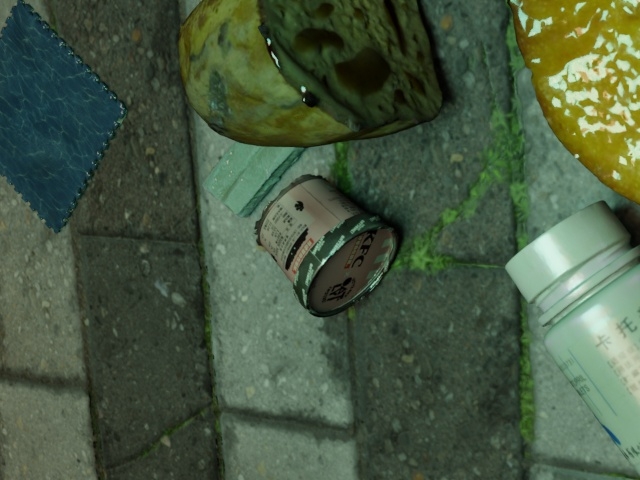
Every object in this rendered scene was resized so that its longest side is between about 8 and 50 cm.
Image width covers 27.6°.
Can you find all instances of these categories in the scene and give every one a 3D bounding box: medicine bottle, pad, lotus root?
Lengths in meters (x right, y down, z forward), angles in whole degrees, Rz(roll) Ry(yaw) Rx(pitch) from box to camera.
[{"bbox_3d":[0.344,0.108,1.436,0.170,0.170,0.293,-43,75,34],"label":"medicine bottle"},{"bbox_3d":[-0.430,-0.187,1.993,0.270,0.012,0.269,44,122,18],"label":"pad"},{"bbox_3d":[-0.044,-0.245,1.536,0.250,0.316,0.316,-12,94,38],"label":"lotus root"}]

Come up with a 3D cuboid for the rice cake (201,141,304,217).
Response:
[{"bbox_3d":[-0.074,-0.121,1.745,0.085,0.040,0.226,51,123,13],"label":"rice cake"}]

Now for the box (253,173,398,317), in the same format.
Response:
[{"bbox_3d":[0.000,0.000,1.663,0.135,0.151,0.151,44,122,27],"label":"box"}]

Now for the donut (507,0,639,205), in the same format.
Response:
[{"bbox_3d":[0.405,-0.254,1.272,0.435,0.163,0.377,-20,104,39],"label":"donut"}]
